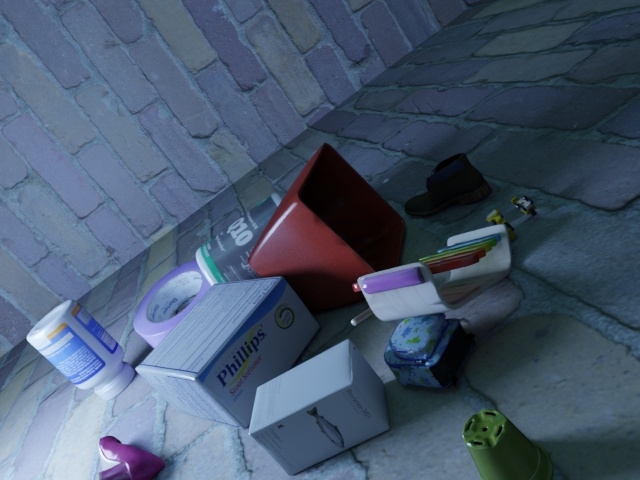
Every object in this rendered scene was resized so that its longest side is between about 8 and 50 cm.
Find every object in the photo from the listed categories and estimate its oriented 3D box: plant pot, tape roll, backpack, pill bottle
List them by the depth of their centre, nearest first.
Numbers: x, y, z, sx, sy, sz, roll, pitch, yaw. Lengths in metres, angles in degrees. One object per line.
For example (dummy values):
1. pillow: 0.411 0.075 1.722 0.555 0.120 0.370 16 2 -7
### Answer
1. plant pot: 0.194 0.228 0.583 0.083 0.079 0.083 -31 22 14
2. backpack: 0.150 0.158 0.799 0.114 0.084 0.105 -18 24 48
3. plant pot: 0.000 0.000 1.172 0.235 0.267 0.267 -39 16 31
4. pill bottle: -0.122 0.003 1.400 0.361 0.204 0.204 -36 20 0
5. pill bottle: -0.641 0.306 1.470 0.152 0.272 0.152 -30 21 13
6. tape roll: -0.384 0.182 1.513 0.274 0.090 0.275 -22 35 16

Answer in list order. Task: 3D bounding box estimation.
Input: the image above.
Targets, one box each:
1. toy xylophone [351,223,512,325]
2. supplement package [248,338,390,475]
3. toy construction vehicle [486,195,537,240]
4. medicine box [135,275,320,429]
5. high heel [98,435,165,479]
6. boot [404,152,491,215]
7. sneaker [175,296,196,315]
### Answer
1. toy xylophone: 0.172 0.057 0.858 0.236 0.081 0.322 -18 0 32
2. supplement package: -0.001 0.250 0.811 0.179 0.105 0.105 -31 20 15
3. toy construction vehicle: 0.353 -0.041 0.990 0.086 0.035 0.098 -45 17 8
4. medicine box: -0.193 0.222 1.115 0.289 0.149 0.263 -10 33 50
5. high heel: -0.386 0.438 1.096 0.117 0.082 0.244 -13 -2 -22
6. boot: 0.261 -0.126 1.205 0.219 0.106 0.082 -15 29 43
7. sneaker: -0.380 0.198 1.609 0.135 0.052 0.058 -32 25 14
